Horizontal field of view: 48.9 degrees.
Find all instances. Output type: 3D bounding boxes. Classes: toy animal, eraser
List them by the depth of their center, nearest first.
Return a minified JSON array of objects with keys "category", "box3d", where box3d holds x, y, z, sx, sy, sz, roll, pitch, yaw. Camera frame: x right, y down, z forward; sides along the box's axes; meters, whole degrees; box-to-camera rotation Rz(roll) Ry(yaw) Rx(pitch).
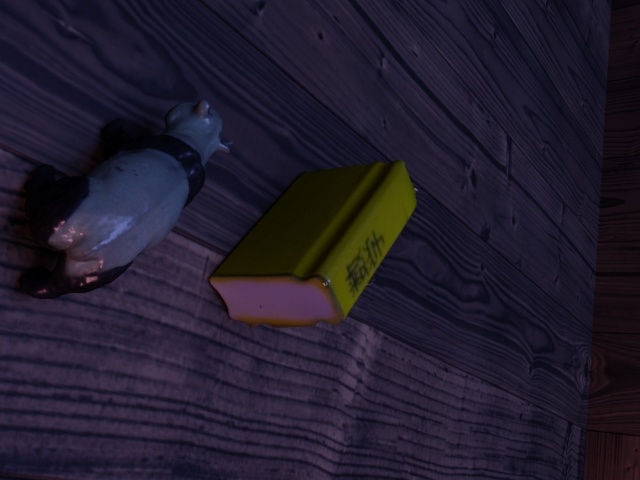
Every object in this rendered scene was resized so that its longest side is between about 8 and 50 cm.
[{"category":"toy animal","box3d":[-0.161,-0.047,0.601,0.225,0.121,0.094,-50,126,-44]},{"category":"eraser","box3d":[0.000,0.000,0.781,0.226,0.158,0.069,-53,130,-40]}]
